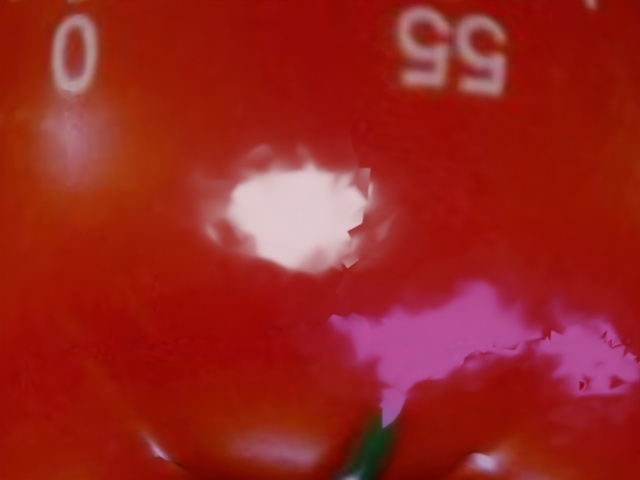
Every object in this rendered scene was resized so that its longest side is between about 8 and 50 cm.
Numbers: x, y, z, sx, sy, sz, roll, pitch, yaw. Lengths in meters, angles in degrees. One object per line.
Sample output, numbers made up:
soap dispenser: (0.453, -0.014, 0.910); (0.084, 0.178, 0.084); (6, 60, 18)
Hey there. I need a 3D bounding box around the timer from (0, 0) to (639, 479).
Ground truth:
timer: (0.000, 0.000, 0.532); (0.378, 0.279, 0.378); (2, 154, 1)
